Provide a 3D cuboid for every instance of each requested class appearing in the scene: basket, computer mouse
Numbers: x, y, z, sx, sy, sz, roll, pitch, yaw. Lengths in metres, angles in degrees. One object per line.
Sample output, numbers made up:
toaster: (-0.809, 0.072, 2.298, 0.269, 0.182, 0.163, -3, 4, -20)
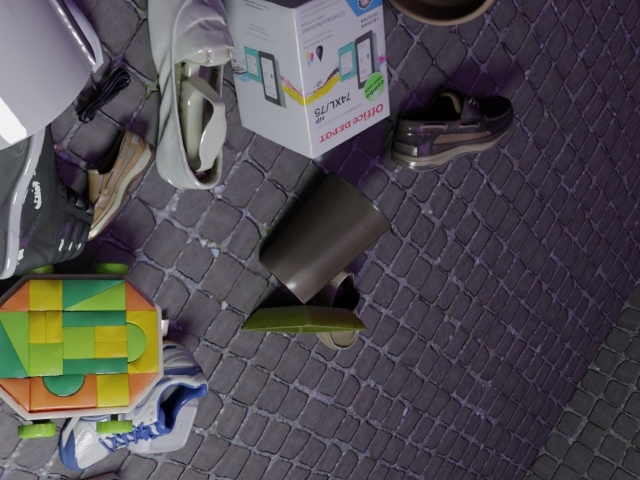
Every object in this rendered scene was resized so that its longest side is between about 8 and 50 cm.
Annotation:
basket: (0.000, 0.000, 1.808, 0.227, 0.204, 0.154, -46, 116, -4)
computer mouse: (-0.353, -0.272, 1.364, 0.106, 0.042, 0.193, -43, 137, -20)

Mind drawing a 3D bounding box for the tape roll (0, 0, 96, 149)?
tape roll: (-0.428, -0.246, 1.140, 0.246, 0.246, 0.169, -46, 137, -19)

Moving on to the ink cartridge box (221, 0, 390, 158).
ink cartridge box: (-0.022, -0.319, 1.571, 0.198, 0.197, 0.270, -33, 133, -30)

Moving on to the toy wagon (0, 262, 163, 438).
toy wagon: (-0.416, 0.167, 1.417, 0.344, 0.068, 0.267, 1, 77, -24)

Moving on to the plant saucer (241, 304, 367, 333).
plant saucer: (-0.033, 0.160, 1.871, 0.188, 0.188, 0.045, 10, 76, -49)

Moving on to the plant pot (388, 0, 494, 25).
plant pot: (0.246, -0.570, 1.708, 0.229, 0.263, 0.263, -57, 144, -33)

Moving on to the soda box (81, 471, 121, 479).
soda box: (-0.443, 0.480, 1.680, 0.183, 0.063, 0.058, -4, 114, -46)

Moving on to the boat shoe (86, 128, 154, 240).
boat shoe: (-0.345, -0.092, 1.469, 0.072, 0.068, 0.190, 39, 74, -36)

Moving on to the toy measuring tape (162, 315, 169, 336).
toy measuring tape: (-0.371, 0.196, 1.557, 0.330, 0.121, 0.121, -12, 120, -43)

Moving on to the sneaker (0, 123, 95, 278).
sneaker: (-0.406, -0.090, 1.369, 0.147, 0.104, 0.296, -8, 118, -49)

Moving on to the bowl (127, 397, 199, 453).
bowl: (-0.297, 0.349, 1.772, 0.142, 0.053, 0.142, 9, 106, -48)

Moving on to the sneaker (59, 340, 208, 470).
sneaker: (-0.332, 0.312, 1.638, 0.296, 0.131, 0.112, -44, 142, -7)

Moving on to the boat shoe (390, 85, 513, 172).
boat shoe: (0.300, -0.261, 2.006, 0.355, 0.132, 0.130, -29, 130, -36)

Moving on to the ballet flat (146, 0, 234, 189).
ballet flat: (-0.194, -0.263, 1.473, 0.139, 0.139, 0.400, -19, 124, -40)

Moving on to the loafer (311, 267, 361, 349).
loafer: (0.038, 0.146, 1.984, 0.102, 0.092, 0.269, -40, 136, -25)
